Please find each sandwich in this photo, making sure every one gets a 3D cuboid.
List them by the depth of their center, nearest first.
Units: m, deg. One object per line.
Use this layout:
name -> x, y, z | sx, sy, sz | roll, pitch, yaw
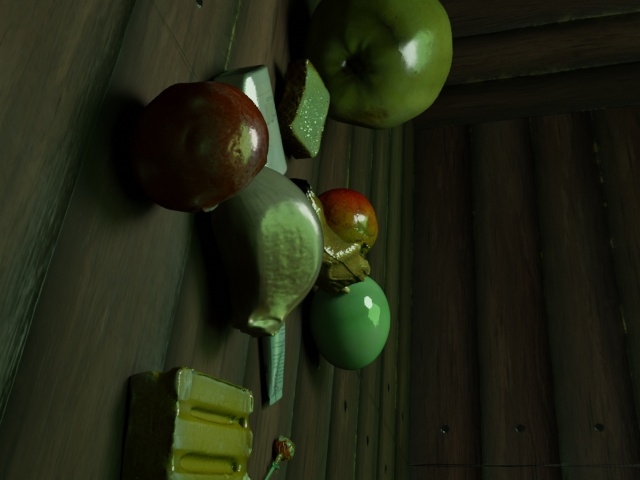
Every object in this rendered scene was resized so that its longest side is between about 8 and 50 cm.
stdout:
sandwich -> -0.048, -0.334, 1.938 | 0.186, 0.065, 0.214 | 48, 50, -56

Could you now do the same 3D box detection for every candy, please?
candy -> -0.103, 0.498, 1.647 | 0.055, 0.049, 0.184 | 52, 29, -8

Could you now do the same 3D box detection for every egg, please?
egg -> 0.079, 0.218, 2.029 | 0.220, 0.220, 0.269 | -18, 109, -74

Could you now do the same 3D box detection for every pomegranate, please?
pomegranate -> 0.059, -0.032, 2.060 | 0.210, 0.210, 0.235 | 61, 15, -56

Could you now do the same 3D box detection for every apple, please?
apple -> 0.160, -0.537, 2.154 | 0.473, 0.474, 0.473 | -5, 90, -75

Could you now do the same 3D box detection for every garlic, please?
garlic -> -0.137, -0.002, 1.472 | 0.246, 0.231, 0.340 | -29, 102, -25

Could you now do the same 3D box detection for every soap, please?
soap -> -0.204, 0.322, 1.217 | 0.315, 0.091, 0.199 | 45, 42, -66

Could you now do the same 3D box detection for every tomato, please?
tomato -> -0.191, -0.154, 1.174 | 0.188, 0.232, 0.232 | 54, 27, -21

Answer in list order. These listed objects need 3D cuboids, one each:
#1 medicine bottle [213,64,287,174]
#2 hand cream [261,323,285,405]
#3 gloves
medicine bottle -> -0.139, -0.209, 1.572 | 0.161, 0.111, 0.296 | -59, 140, -63
hand cream -> -0.103, 0.196, 1.674 | 0.085, 0.058, 0.331 | -10, 96, -77
gloves -> -0.015, 0.004, 1.847 | 0.356, 0.155, 0.203 | 53, -7, -29
